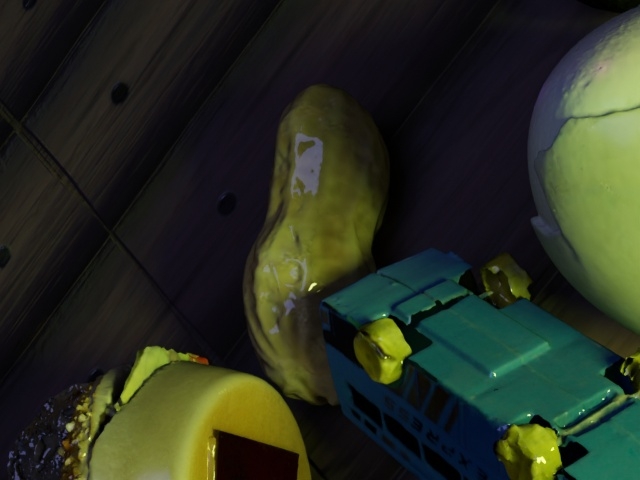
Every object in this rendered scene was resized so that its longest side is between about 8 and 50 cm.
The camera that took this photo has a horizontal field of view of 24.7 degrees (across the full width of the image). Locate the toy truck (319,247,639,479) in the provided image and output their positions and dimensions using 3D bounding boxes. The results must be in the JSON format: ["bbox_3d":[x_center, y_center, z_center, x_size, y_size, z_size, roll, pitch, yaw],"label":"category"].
[{"bbox_3d":[0.160,0.141,1.184,0.161,0.162,0.385,-26,35,-25],"label":"toy truck"}]

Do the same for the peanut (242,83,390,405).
[{"bbox_3d":[0.000,0.000,1.415,0.149,0.149,0.313,-3,71,37],"label":"peanut"}]

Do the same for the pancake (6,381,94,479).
[{"bbox_3d":[-0.235,0.280,1.549,0.282,0.049,0.282,-13,67,33],"label":"pancake"}]

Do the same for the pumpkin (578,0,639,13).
[{"bbox_3d":[0.284,-0.321,1.306,0.238,0.159,0.238,-10,71,30],"label":"pumpkin"}]

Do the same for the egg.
[{"bbox_3d":[0.297,-0.055,1.090,0.278,0.336,0.278,-23,57,40],"label":"egg"}]

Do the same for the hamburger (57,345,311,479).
[{"bbox_3d":[-0.127,0.249,1.334,0.170,0.302,0.302,-6,70,25],"label":"hamburger"}]
